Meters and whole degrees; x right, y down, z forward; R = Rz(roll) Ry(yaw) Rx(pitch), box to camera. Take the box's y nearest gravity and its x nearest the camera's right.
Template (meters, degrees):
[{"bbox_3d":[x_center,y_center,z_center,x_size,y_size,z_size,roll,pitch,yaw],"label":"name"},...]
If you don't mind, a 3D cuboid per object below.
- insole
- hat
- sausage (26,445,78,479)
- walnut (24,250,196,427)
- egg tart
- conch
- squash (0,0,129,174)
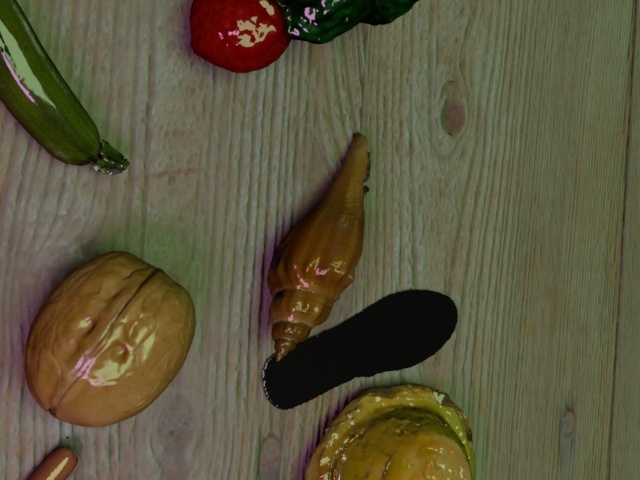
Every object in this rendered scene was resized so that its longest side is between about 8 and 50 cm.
[{"bbox_3d":[0.061,0.143,1.375,0.322,0.007,0.109,-20,101,-28],"label":"insole"},{"bbox_3d":[-0.023,-0.334,1.185,0.332,0.242,0.274,-45,101,-7],"label":"hat"},{"bbox_3d":[-0.310,0.270,1.147,0.083,0.034,0.034,-48,114,-20],"label":"sausage"},{"bbox_3d":[-0.233,0.110,1.116,0.197,0.165,0.165,-49,114,-23],"label":"walnut"},{"bbox_3d":[0.112,0.328,1.357,0.288,0.118,0.288,1,88,-33],"label":"egg tart"},{"bbox_3d":[-0.005,-0.002,1.280,0.093,0.109,0.330,22,71,-22],"label":"conch"},{"bbox_3d":[-0.322,-0.190,1.096,0.080,0.071,0.318,-41,111,-23],"label":"squash"}]
